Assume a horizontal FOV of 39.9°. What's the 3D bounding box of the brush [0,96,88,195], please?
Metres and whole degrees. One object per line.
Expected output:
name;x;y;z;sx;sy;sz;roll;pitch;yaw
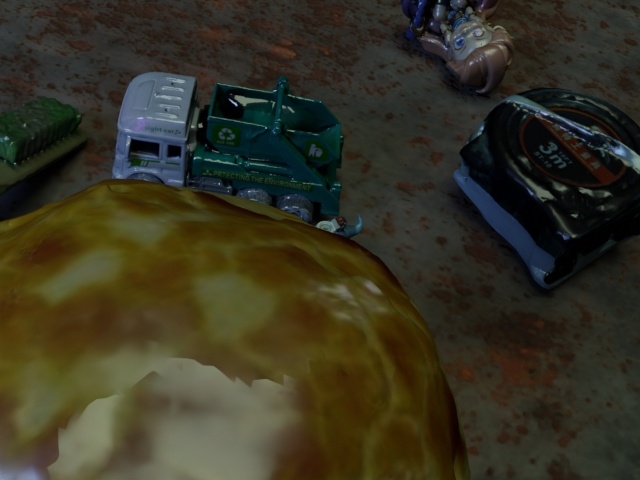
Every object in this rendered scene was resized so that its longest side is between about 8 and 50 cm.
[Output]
brush;-0.285;-0.061;0.739;0.054;0.048;0.282;17;29;10

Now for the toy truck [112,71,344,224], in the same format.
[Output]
toy truck;-0.080;-0.094;0.820;0.216;0.116;0.110;9;48;-5

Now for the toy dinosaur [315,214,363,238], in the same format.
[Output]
toy dinosaur;0.000;0.000;0.801;0.083;0.047;0.030;-11;51;-20

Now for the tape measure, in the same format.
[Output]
tape measure;0.237;-0.063;0.872;0.181;0.107;0.182;-20;56;-24

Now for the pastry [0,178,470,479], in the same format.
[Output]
pastry;-0.095;0.136;0.474;0.389;0.312;0.388;7;50;-8

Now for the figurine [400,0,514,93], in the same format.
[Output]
figurine;0.172;-0.248;1.036;0.126;0.114;0.157;-31;87;6
